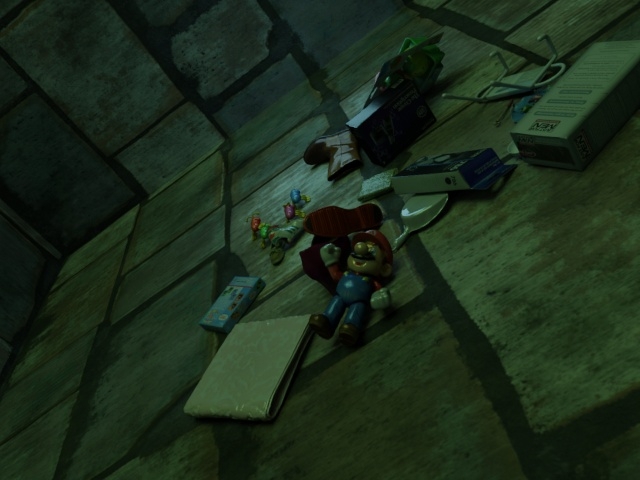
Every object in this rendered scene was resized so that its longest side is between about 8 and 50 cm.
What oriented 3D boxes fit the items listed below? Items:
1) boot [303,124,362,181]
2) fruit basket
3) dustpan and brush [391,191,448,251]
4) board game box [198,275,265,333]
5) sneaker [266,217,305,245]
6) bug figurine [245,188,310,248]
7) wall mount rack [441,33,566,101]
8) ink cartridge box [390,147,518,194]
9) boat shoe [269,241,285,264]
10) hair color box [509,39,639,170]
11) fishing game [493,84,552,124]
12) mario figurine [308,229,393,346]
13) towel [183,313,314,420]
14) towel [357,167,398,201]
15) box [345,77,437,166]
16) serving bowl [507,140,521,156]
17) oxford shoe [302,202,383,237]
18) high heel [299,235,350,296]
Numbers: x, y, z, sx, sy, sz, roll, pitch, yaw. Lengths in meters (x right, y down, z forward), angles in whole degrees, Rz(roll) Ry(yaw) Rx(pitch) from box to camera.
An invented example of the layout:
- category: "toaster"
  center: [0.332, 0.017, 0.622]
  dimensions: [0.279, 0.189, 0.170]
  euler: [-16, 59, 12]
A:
- category: "boot"
  center: [0.045, -0.310, 2.367]
  dimensions: [0.264, 0.096, 0.280]
  euler: [-21, 38, 17]
- category: "fruit basket"
  center: [0.302, -0.597, 2.260]
  dimensions: [0.353, 0.165, 0.327]
  euler: [-42, -12, -33]
- category: "dustpan and brush"
  center: [0.260, -0.054, 1.702]
  dimensions: [0.211, 0.060, 0.147]
  euler: [-41, 22, -18]
- category: "board game box"
  center: [-0.294, 0.209, 2.001]
  dimensions: [0.160, 0.039, 0.211]
  euler: [-2, 44, 51]
- category: "sneaker"
  center: [-0.104, -0.024, 2.095]
  dimensions: [0.161, 0.075, 0.057]
  euler: [-15, -23, -20]
- category: "bug figurine"
  center: [-0.163, -0.090, 2.266]
  dimensions: [0.279, 0.072, 0.216]
  euler: [-35, 27, 7]
- category: "wall mount rack"
  center: [0.568, -0.509, 1.897]
  dimensions: [0.304, 0.130, 0.350]
  euler: [-46, 22, -22]
- category: "ink cartridge box"
  center: [0.371, -0.197, 1.717]
  dimensions: [0.165, 0.065, 0.333]
  euler: [-34, 21, -33]
- category: "boat shoe"
  center: [-0.155, 0.025, 2.101]
  dimensions: [0.056, 0.048, 0.153]
  euler: [-26, 29, 25]
- category: "hair color box"
  center: [0.684, -0.350, 1.541]
  dimensions: [0.374, 0.113, 0.185]
  euler: [-45, 30, -12]
- category: "fishing game"
  center: [0.643, -0.409, 1.776]
  dimensions: [0.264, 0.041, 0.189]
  euler: [-3, 41, 50]
- category: "mario figurine"
  center: [0.083, 0.093, 1.537]
  dimensions: [0.320, 0.198, 0.170]
  euler: [-64, 8, -31]
- category: "towel"
  center: [-0.187, 0.345, 1.638]
  dimensions: [0.332, 0.053, 0.317]
  euler: [-13, 36, 41]
- category: "towel"
  center: [0.192, -0.183, 2.009]
  dimensions: [0.148, 0.027, 0.110]
  euler: [-20, 33, 31]
- category: "box"
  center: [0.250, -0.415, 2.122]
  dimensions: [0.261, 0.184, 0.103]
  euler: [-42, 30, -5]
- category: "serving bowl"
  center: [0.558, -0.257, 1.657]
  dimensions: [0.083, 0.027, 0.083]
  euler: [-30, 29, 18]
- category: "oxford shoe"
  center: [0.055, -0.049, 1.804]
  dimensions: [0.271, 0.097, 0.098]
  euler: [-6, -11, -32]
- category: "high heel"
  center: [0.000, 0.000, 1.792]
  dimensions: [0.127, 0.181, 0.377]
  euler: [-34, 27, 10]
